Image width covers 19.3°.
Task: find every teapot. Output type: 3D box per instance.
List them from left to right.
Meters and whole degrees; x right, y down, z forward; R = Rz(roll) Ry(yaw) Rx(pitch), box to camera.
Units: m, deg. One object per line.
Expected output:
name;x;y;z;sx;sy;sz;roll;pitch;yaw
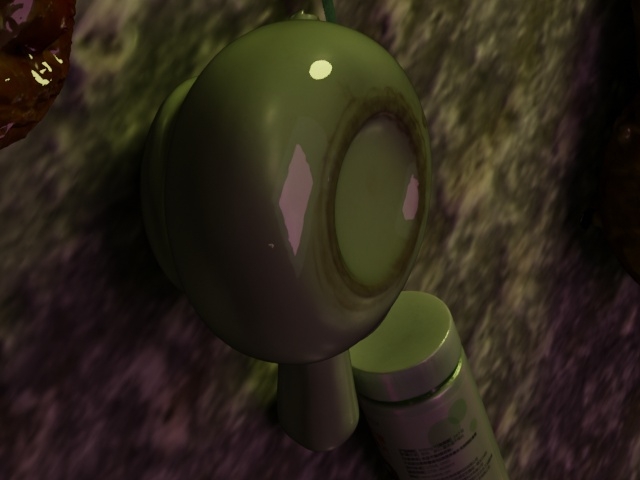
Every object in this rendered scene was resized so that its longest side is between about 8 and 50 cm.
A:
teapot;-0.020;0.018;1.165;0.220;0.149;0.318;-28;121;-53

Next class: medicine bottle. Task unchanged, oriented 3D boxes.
medicine bottle;0.078;0.131;1.374;0.086;0.086;0.183;-48;134;-30

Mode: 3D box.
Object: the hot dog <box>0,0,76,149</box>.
hot dog;-0.202;-0.126;0.940;0.227;0.099;0.160;-4;103;-53

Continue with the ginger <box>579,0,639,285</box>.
ginger;0.318;-0.120;1.515;0.254;0.176;0.418;-44;141;-45

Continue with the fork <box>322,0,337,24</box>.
fork;0.014;-0.103;1.274;0.039;0.021;0.235;-42;130;-40
